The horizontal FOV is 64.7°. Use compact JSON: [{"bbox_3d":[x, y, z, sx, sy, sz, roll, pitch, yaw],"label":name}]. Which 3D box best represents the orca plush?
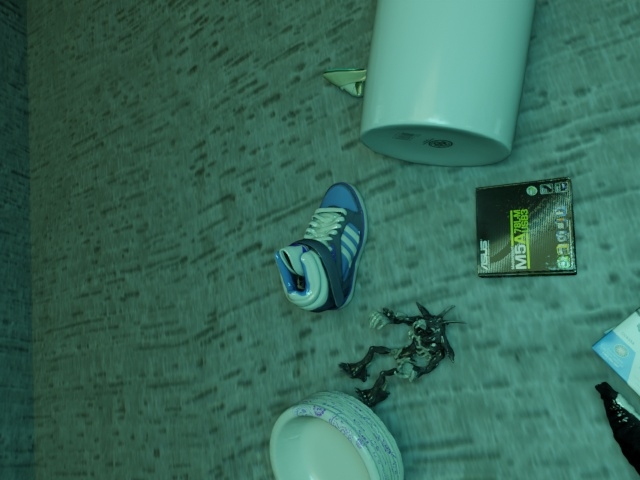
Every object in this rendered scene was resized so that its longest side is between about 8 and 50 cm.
[{"bbox_3d":[0.528,0.358,0.792,0.102,0.151,0.287,-23,63,-16],"label":"orca plush"}]

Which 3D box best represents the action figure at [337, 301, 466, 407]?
[{"bbox_3d":[0.168,0.229,1.058,0.275,0.140,0.164,-45,50,18],"label":"action figure"}]

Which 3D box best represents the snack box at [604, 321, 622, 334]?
[{"bbox_3d":[0.644,0.244,0.811,0.187,0.060,0.322,-36,64,20],"label":"snack box"}]

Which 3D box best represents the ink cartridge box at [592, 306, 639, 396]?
[{"bbox_3d":[0.557,0.161,0.797,0.191,0.082,0.140,-48,60,16],"label":"ink cartridge box"}]

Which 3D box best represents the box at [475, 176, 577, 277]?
[{"bbox_3d":[0.409,-0.022,1.017,0.184,0.045,0.191,-3,78,28],"label":"box"}]

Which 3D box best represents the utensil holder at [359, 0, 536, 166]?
[{"bbox_3d":[0.257,-0.372,1.021,0.327,0.327,0.386,6,86,32],"label":"utensil holder"}]

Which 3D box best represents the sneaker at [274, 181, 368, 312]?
[{"bbox_3d":[0.000,0.000,1.145,0.130,0.236,0.323,2,81,31],"label":"sneaker"}]

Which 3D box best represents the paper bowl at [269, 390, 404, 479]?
[{"bbox_3d":[0.042,0.453,1.054,0.284,0.148,0.285,10,106,37],"label":"paper bowl"}]

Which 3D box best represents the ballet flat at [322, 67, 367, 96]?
[{"bbox_3d":[0.116,-0.396,1.254,0.248,0.086,0.086,2,81,31],"label":"ballet flat"}]
